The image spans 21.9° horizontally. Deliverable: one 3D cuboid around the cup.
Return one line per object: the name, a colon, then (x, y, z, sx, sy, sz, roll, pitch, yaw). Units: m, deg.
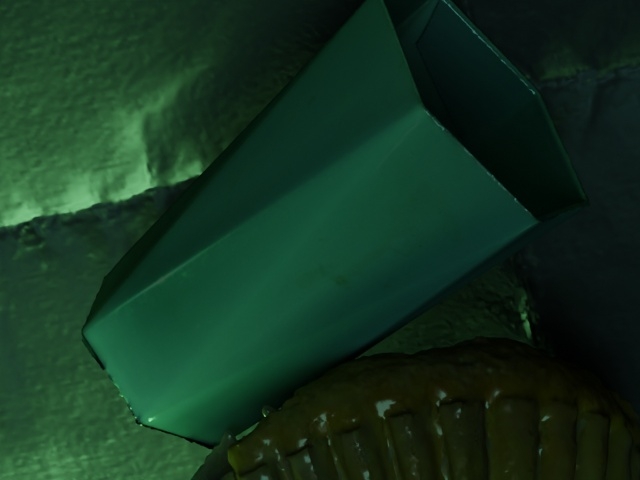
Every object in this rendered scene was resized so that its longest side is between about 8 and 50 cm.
cup: (0.000, 0.000, 0.822, 0.148, 0.134, 0.235, 42, 119, -13)

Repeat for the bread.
bread: (0.047, 0.165, 0.859, 0.274, 0.149, 0.274, -11, 145, -8)
